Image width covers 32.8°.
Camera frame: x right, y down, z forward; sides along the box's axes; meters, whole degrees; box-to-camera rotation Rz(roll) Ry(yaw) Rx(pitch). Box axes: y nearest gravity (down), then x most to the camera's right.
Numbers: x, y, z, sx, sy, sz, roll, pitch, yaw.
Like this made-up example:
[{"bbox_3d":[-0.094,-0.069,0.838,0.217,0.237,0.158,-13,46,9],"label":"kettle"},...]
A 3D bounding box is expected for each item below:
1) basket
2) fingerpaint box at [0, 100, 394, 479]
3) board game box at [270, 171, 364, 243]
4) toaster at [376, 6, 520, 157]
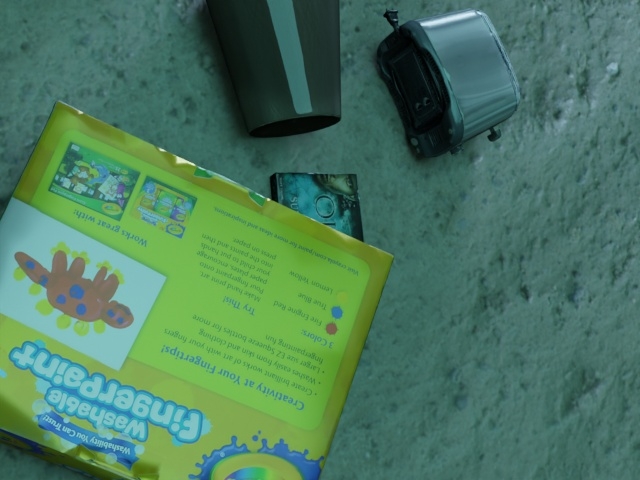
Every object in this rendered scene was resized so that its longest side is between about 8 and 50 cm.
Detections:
[{"bbox_3d":[-0.051,-0.262,1.456,0.204,0.154,0.227,-8,86,-27],"label":"basket"},{"bbox_3d":[-0.187,0.108,1.291,0.444,0.163,0.371,24,70,-12],"label":"fingerpaint box"},{"bbox_3d":[0.000,0.000,1.485,0.126,0.026,0.186,-1,79,-24],"label":"board game box"},{"bbox_3d":[0.184,-0.239,1.566,0.146,0.129,0.227,-21,86,-30],"label":"toaster"}]
